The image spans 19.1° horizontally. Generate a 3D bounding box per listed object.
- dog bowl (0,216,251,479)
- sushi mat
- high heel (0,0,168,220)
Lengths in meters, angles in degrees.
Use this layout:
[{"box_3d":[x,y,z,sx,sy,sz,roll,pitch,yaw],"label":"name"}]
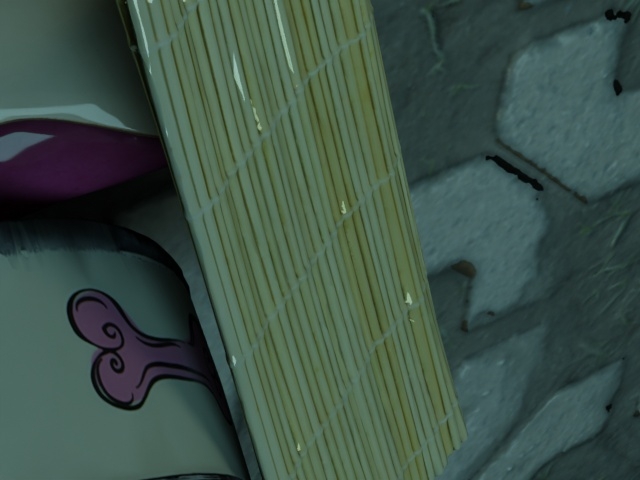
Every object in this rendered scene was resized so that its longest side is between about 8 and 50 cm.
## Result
[{"box_3d":[-0.193,0.171,0.733,0.408,0.150,0.408,-30,161,-11],"label":"dog bowl"},{"box_3d":[0.000,0.000,0.729,0.151,0.019,0.317,-53,141,-42],"label":"sushi mat"},{"box_3d":[-0.155,-0.049,0.712,0.377,0.127,0.181,-19,175,-41],"label":"high heel"}]
